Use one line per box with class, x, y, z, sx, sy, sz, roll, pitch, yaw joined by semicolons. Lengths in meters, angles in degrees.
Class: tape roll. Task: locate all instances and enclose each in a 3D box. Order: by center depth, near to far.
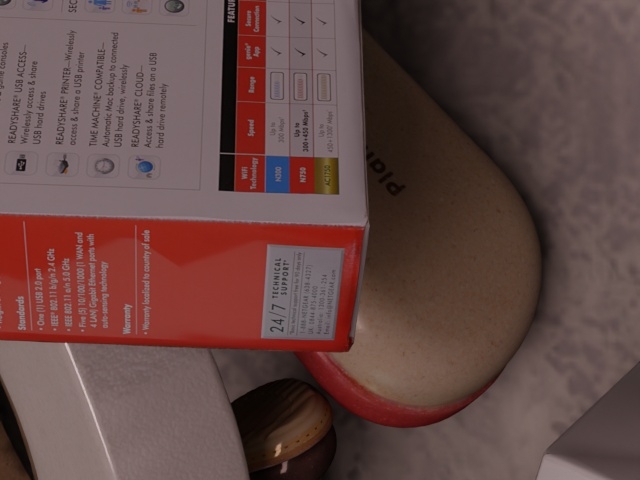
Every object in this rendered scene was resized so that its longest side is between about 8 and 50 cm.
tape roll;-0.168;0.090;0.983;0.392;0.072;0.392;34;135;42

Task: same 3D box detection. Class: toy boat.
toy boat;0.000;0.000;0.976;0.231;0.151;0.151;48;145;9

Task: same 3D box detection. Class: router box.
router box;-0.133;-0.110;0.845;0.301;0.335;0.082;3;139;-3

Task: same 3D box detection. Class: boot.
boot;-0.013;0.188;0.996;0.207;0.090;0.248;56;149;-1

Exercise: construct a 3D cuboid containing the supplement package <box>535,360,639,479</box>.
supplement package;0.184;0.225;0.887;0.198;0.199;0.263;21;108;19
